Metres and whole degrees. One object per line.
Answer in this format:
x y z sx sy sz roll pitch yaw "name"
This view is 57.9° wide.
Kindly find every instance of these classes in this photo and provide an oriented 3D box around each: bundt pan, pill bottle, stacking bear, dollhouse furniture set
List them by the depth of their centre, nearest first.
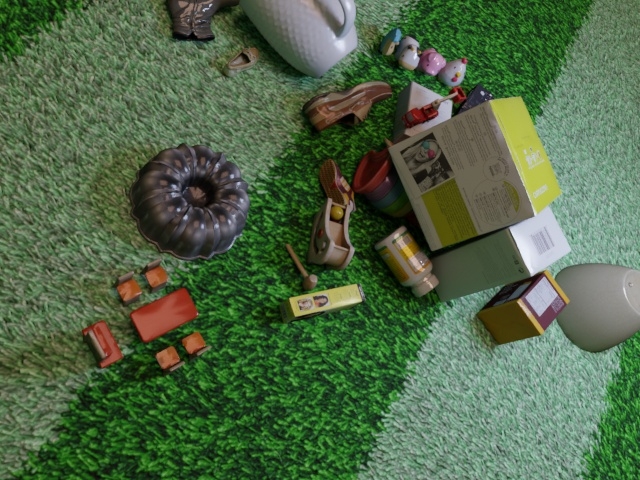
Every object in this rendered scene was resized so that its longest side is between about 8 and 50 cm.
-0.417 0.200 1.371 0.259 0.135 0.261 -28 85 -32 "dollhouse furniture set"
-0.332 -0.118 1.545 0.331 0.124 0.330 10 66 -24 "bundt pan"
0.271 0.068 1.786 0.118 0.118 0.208 -36 89 -33 "pill bottle"
0.258 -0.146 1.844 0.289 0.175 0.164 33 78 -23 "stacking bear"

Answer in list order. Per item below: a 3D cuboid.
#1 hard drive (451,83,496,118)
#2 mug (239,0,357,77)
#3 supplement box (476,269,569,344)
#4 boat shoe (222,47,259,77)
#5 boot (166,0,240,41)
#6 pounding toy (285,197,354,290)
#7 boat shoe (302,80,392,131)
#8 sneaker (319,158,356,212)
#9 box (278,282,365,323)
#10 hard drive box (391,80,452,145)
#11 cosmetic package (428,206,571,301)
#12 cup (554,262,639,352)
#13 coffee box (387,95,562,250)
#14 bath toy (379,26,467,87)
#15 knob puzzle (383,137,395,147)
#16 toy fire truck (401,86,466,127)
0.661 -0.407 2.199 0.339 0.064 0.236 40 58 -7 "hard drive"
-0.026 -0.698 1.777 0.276 0.374 0.328 -44 104 -22 "mug"
0.659 0.219 1.883 0.194 0.191 0.129 -35 90 -32 "supplement box"
-0.242 -0.563 1.802 0.056 0.048 0.153 50 58 -3 "boat shoe"
-0.351 -0.690 1.788 0.247 0.083 0.161 -13 84 -25 "boot"
0.000 0.000 1.651 0.155 0.154 0.269 18 64 -21 "pounding toy"
0.096 -0.431 1.896 0.324 0.123 0.119 -21 87 -23 "boat shoe"
0.056 -0.166 1.803 0.084 0.070 0.185 13 55 -51 "sneaker"
0.006 0.177 1.629 0.233 0.087 0.058 -10 74 -29 "box"
0.359 -0.414 2.031 0.181 0.089 0.232 21 63 -19 "hard drive box"
0.524 0.050 1.765 0.217 0.385 0.156 -23 87 -35 "cosmetic package"
1.035 0.216 2.053 0.331 0.237 0.330 10 68 -25 "cup"
0.471 -0.205 1.730 0.338 0.335 0.337 -24 92 -54 "coffee box"
0.394 -0.667 2.123 0.349 0.129 0.151 17 64 -21 "bath toy"
0.303 -0.264 1.914 0.213 0.030 0.213 35 19 -14 "knob puzzle"
0.374 -0.440 1.915 0.192 0.135 0.047 -24 83 -32 "toy fire truck"
